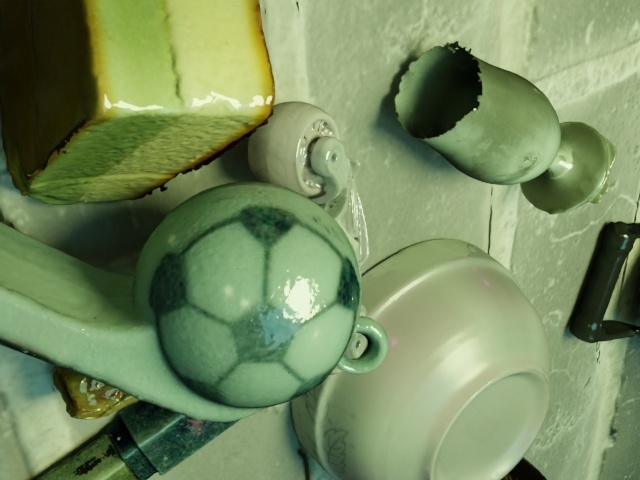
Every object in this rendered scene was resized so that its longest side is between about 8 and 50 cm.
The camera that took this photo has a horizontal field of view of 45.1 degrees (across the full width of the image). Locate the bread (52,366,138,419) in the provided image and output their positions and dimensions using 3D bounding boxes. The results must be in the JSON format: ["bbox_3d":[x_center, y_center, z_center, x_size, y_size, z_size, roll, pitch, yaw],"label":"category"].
[{"bbox_3d":[-0.138,0.085,0.589,0.132,0.074,0.053,-26,118,-25],"label":"bread"}]

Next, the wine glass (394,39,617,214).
[{"bbox_3d":[0.168,-0.093,0.690,0.222,0.103,0.103,17,105,-42],"label":"wine glass"}]

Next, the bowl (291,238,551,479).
[{"bbox_3d":[0.126,0.155,0.785,0.287,0.144,0.286,-18,125,-28],"label":"bowl"}]

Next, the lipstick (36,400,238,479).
[{"bbox_3d":[-0.195,0.202,0.632,0.312,0.051,0.051,-34,134,-15],"label":"lipstick"}]

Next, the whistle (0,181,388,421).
[{"bbox_3d":[-0.078,0.022,0.498,0.290,0.163,0.163,26,100,-19],"label":"whistle"}]

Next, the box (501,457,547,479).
[{"bbox_3d":[0.121,0.468,0.992,0.264,0.116,0.415,4,114,-38],"label":"box"}]

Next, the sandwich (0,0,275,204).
[{"bbox_3d":[-0.126,-0.127,0.449,0.108,0.220,0.186,-6,83,-32],"label":"sandwich"}]

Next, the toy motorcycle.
[{"bbox_3d":[0.000,0.000,0.636,0.113,0.112,0.254,-26,128,-23],"label":"toy motorcycle"}]

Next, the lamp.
[{"bbox_3d":[0.554,0.086,0.975,0.374,0.272,0.204,-7,118,-34],"label":"lamp"}]
